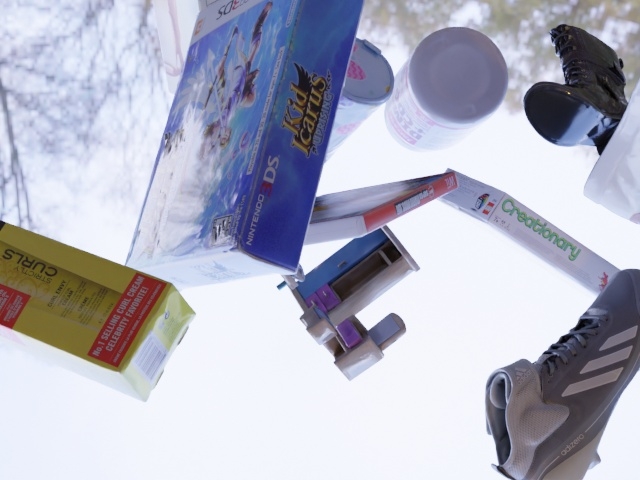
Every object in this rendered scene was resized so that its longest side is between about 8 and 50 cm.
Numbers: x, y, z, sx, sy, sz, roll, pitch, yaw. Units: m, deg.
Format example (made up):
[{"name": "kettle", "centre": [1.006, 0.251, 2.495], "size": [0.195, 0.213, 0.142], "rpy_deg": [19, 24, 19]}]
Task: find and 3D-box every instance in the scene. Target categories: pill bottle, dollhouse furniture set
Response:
[{"name": "pill bottle", "centre": [0.195, -0.235, 2.043], "size": [0.160, 0.283, 0.160], "rpy_deg": [1, -98, -7]}, {"name": "dollhouse furniture set", "centre": [0.000, 0.000, 1.957], "size": [0.198, 0.303, 0.286], "rpy_deg": [-38, -146, 2]}]

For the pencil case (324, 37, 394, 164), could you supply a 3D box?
[{"name": "pencil case", "centre": [-0.005, -0.170, 1.755], "size": [0.113, 0.273, 0.124], "rpy_deg": [46, -130, 0]}]

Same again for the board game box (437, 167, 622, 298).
[{"name": "board game box", "centre": [0.319, 0.008, 1.773], "size": [0.305, 0.053, 0.193], "rpy_deg": [31, -178, -23]}]

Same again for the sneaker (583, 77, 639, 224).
[{"name": "sneaker", "centre": [0.400, -0.129, 1.374], "size": [0.123, 0.290, 0.106], "rpy_deg": [36, -130, 18]}]

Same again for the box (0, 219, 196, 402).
[{"name": "box", "centre": [-0.220, 0.047, 0.995], "size": [0.232, 0.058, 0.087], "rpy_deg": [19, -113, 26]}]

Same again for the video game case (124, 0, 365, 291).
[{"name": "video game case", "centre": [-0.069, -0.097, 1.072], "size": [0.061, 0.244, 0.269], "rpy_deg": [21, -106, -25]}]

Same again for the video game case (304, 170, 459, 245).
[{"name": "video game case", "centre": [0.019, -0.031, 1.468], "size": [0.204, 0.025, 0.285], "rpy_deg": [-9, -172, 29]}]

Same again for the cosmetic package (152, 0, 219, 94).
[{"name": "cosmetic package", "centre": [-0.186, -0.387, 2.100], "size": [0.129, 0.296, 0.153], "rpy_deg": [25, -134, 33]}]

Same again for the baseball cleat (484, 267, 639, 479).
[{"name": "baseball cleat", "centre": [0.197, 0.099, 0.983], "size": [0.109, 0.072, 0.206], "rpy_deg": [30, -109, -19]}]

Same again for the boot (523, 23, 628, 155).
[{"name": "boot", "centre": [0.390, -0.246, 1.917], "size": [0.263, 0.091, 0.229], "rpy_deg": [19, -135, -33]}]
